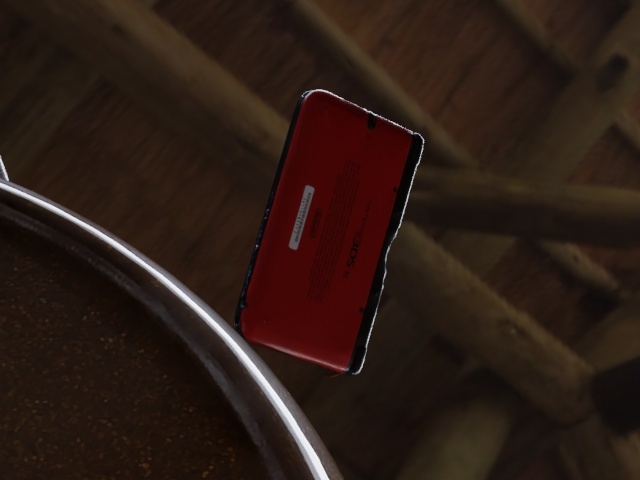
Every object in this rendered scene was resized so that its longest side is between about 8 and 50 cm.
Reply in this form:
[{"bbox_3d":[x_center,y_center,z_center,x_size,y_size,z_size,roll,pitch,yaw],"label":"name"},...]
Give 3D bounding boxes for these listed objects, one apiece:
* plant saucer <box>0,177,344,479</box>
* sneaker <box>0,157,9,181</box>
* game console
[{"bbox_3d":[-0.114,0.076,0.304,0.310,0.050,0.311,15,-137,-15],"label":"plant saucer"},{"bbox_3d":[-0.219,0.099,0.715,0.180,0.124,0.321,-20,-88,-25],"label":"sneaker"},{"bbox_3d":[0.000,0.000,0.817,0.124,0.085,0.144,21,-100,-34],"label":"game console"}]
